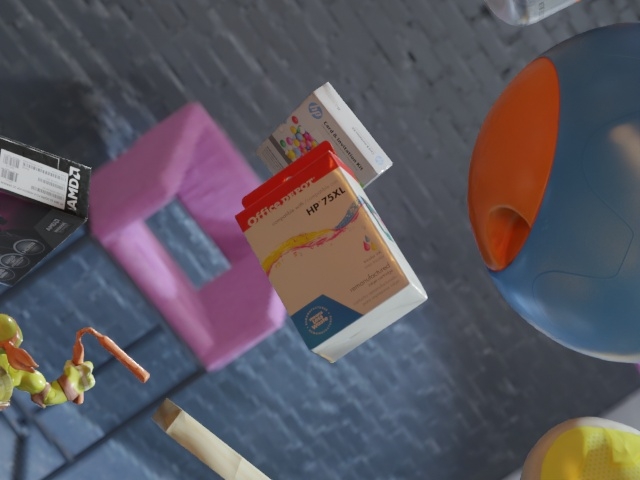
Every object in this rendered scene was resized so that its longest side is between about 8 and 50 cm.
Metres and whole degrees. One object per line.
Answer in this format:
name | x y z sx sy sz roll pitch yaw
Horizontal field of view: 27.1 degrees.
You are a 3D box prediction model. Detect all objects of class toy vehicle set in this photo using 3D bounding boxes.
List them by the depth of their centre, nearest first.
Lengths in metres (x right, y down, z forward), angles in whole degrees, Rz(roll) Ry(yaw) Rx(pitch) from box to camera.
toy vehicle set | -0.103 0.310 1.760 0.267 0.035 0.166 40 -9 -11

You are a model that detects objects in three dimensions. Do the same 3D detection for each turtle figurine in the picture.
turtle figurine | -0.315 0.141 1.252 0.269 0.217 0.087 21 37 -17

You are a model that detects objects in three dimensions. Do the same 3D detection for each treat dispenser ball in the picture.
treat dispenser ball | 0.269 -0.040 1.129 0.288 0.288 0.288 54 6 -8

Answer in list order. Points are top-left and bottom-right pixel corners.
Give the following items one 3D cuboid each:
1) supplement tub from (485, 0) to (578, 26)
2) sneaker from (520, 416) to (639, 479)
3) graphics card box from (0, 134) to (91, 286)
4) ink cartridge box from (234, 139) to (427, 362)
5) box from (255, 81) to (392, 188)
supplement tub | 0.313 -0.390 1.437 0.207 0.338 0.207 63 1 -1
sneaker | 0.267 0.241 0.747 0.385 0.145 0.147 47 -15 20
graphics card box | -0.516 -0.069 1.738 0.371 0.233 0.094 20 53 -33
ink cartridge box | 0.000 0.000 1.467 0.231 0.134 0.078 59 9 23
box | 0.002 -0.117 1.874 0.145 0.038 0.186 52 -38 0
